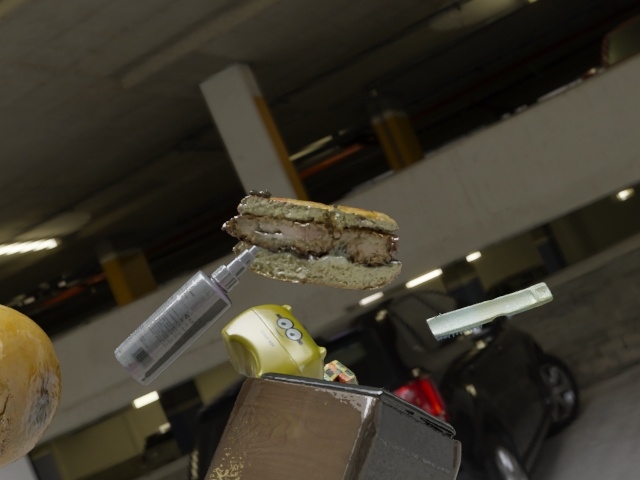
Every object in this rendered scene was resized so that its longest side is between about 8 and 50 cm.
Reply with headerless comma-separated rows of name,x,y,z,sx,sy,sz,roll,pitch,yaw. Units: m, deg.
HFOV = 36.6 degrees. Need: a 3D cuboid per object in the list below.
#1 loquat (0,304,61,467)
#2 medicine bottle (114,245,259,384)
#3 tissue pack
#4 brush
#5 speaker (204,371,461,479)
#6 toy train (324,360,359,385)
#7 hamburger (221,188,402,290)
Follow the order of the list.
loquat,-0.526,0.225,1.487,0.263,0.263,0.263,-24,-4,-2
medicine bottle,-0.143,0.077,1.094,0.199,0.057,0.057,-44,-4,-2
tissue pack,-0.071,0.194,1.605,0.127,0.178,0.123,-26,-40,-20
brush,0.236,0.102,1.349,0.178,0.033,0.030,-17,-41,-3
speaker,0.009,0.257,1.044,0.153,0.192,0.231,33,-22,-34
toy train,0.036,0.350,2.189,0.099,0.072,0.188,-46,-31,-18
hamburger,0.000,0.000,1.749,0.282,0.155,0.245,14,8,33
